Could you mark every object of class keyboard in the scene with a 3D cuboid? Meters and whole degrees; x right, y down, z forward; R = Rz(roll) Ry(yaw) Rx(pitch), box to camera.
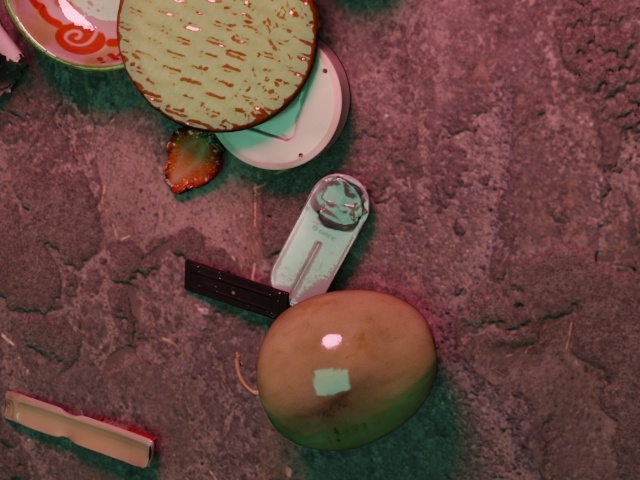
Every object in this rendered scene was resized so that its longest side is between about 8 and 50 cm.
[{"bbox_3d":[-0.146,0.086,1.790,0.204,0.013,0.061,17,120,22],"label":"keyboard"}]

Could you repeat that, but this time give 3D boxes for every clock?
[{"bbox_3d":[-0.070,-0.232,1.696,0.230,0.083,0.230,3,101,14],"label":"clock"}]

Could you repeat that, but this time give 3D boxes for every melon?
[{"bbox_3d":[0.036,0.206,1.678,0.308,0.272,0.272,-42,90,11],"label":"melon"}]

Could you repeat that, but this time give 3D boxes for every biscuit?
[{"bbox_3d":[-0.159,-0.324,1.617,0.318,0.040,0.318,1,101,3],"label":"biscuit"}]

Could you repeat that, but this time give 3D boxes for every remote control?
[{"bbox_3d":[0.000,0.000,1.744,0.104,0.052,0.247,31,107,4],"label":"remote control"}]

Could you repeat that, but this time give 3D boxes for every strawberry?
[{"bbox_3d":[-0.215,-0.144,1.768,0.104,0.048,0.152,43,124,-6],"label":"strawberry"}]

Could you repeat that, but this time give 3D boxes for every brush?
[{"bbox_3d":[-0.445,0.344,1.930,0.321,0.050,0.060,14,108,18],"label":"brush"}]

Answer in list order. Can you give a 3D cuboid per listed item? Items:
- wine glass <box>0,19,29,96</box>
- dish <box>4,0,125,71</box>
[{"bbox_3d":[-0.641,-0.383,1.766,0.143,0.143,0.321,-42,93,18],"label":"wine glass"},{"bbox_3d":[-0.348,-0.438,1.696,0.324,0.124,0.324,1,100,5],"label":"dish"}]
